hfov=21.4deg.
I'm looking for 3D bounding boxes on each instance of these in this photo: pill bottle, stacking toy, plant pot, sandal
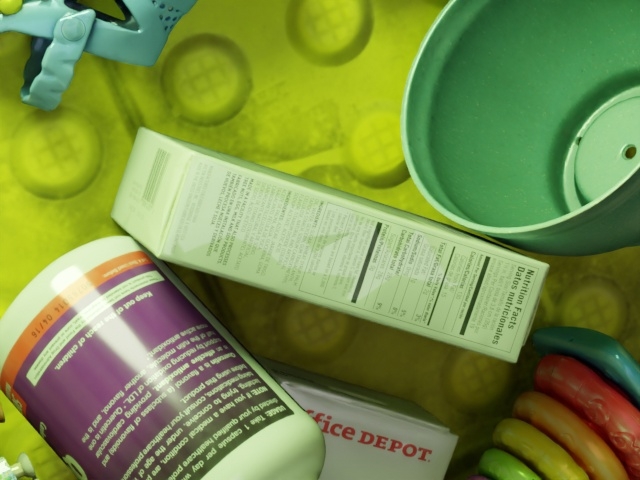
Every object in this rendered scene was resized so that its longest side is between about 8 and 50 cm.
[{"bbox_3d":[-0.123,0.159,1.437,0.181,0.181,0.323,-43,71,-5],"label":"pill bottle"},{"bbox_3d":[0.197,0.238,1.599,0.302,0.175,0.166,-43,109,-14],"label":"stacking toy"},{"bbox_3d":[0.248,-0.107,1.538,0.196,0.293,0.293,31,91,-45],"label":"plant pot"},{"bbox_3d":[-0.169,-0.212,1.469,0.317,0.126,0.138,-21,109,-3],"label":"sandal"}]

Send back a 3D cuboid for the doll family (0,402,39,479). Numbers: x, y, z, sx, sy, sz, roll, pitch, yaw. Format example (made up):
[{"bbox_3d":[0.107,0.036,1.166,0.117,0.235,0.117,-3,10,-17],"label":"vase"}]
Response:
[{"bbox_3d":[-0.343,0.193,1.462,0.163,0.118,0.263,-26,91,-15],"label":"doll family"}]

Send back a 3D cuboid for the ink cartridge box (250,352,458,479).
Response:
[{"bbox_3d":[-0.017,0.266,1.596,0.198,0.115,0.273,18,95,-19],"label":"ink cartridge box"}]

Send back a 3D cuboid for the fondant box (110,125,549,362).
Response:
[{"bbox_3d":[0.000,0.000,1.487,0.330,0.238,0.096,18,93,-18],"label":"fondant box"}]
